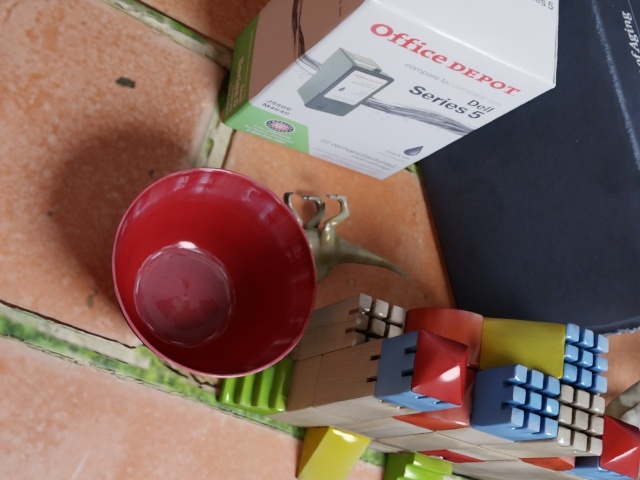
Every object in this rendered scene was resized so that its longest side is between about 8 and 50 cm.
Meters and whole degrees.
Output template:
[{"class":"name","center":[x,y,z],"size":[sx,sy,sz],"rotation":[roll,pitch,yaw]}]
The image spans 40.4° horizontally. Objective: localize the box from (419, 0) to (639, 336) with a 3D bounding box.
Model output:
[{"class":"box","center":[0.371,-0.156,0.991],"size":[0.472,0.297,0.480],"rotation":[-8,80,-34]}]

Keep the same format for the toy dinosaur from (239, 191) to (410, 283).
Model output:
[{"class":"toy dinosaur","center":[0.000,0.000,0.879],"size":[0.183,0.053,0.092],"rotation":[3,90,-23]}]

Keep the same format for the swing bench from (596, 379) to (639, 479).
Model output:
[{"class":"swing bench","center":[0.446,0.279,0.943],"size":[0.255,0.165,0.253],"rotation":[-5,55,-31]}]

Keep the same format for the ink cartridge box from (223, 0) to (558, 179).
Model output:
[{"class":"ink cartridge box","center":[0.057,-0.174,0.820],"size":[0.198,0.273,0.114],"rotation":[17,68,-26]}]

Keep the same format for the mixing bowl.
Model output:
[{"class":"mixing bowl","center":[-0.105,0.037,0.761],"size":[0.181,0.098,0.181],"rotation":[10,69,-25]}]

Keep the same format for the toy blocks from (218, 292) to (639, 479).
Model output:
[{"class":"toy blocks","center":[0.139,0.140,0.785],"size":[0.381,0.261,0.190],"rotation":[22,66,-25]}]
